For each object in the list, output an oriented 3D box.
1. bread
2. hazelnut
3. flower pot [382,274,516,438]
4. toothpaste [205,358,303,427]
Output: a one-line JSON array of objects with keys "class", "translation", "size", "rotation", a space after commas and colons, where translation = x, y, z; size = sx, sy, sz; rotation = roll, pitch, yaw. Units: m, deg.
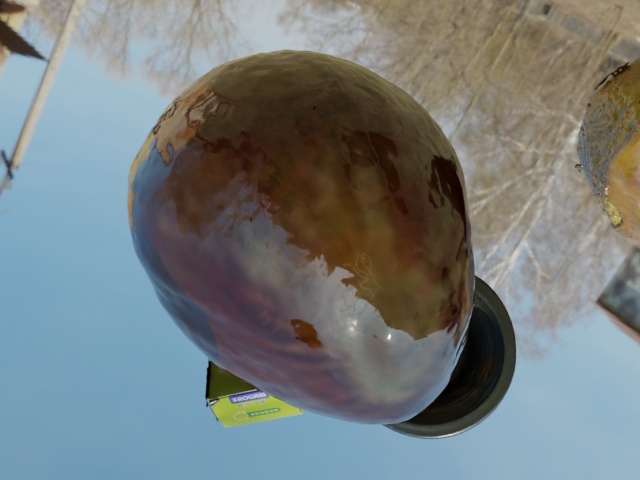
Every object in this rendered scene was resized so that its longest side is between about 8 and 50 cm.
[{"class": "bread", "translation": [0.614, -0.154, 1.203], "size": [0.398, 0.398, 0.215], "rotation": [15, -144, -31]}, {"class": "hazelnut", "translation": [0.000, 0.000, 0.818], "size": [0.353, 0.420, 0.421], "rotation": [-29, -132, -22]}, {"class": "flower pot", "translation": [0.150, 0.154, 1.075], "size": [0.235, 0.235, 0.148], "rotation": [32, 176, 13]}, {"class": "toothpaste", "translation": [-0.092, 0.097, 1.067], "size": [0.110, 0.077, 0.327], "rotation": [-12, -134, 6]}]
